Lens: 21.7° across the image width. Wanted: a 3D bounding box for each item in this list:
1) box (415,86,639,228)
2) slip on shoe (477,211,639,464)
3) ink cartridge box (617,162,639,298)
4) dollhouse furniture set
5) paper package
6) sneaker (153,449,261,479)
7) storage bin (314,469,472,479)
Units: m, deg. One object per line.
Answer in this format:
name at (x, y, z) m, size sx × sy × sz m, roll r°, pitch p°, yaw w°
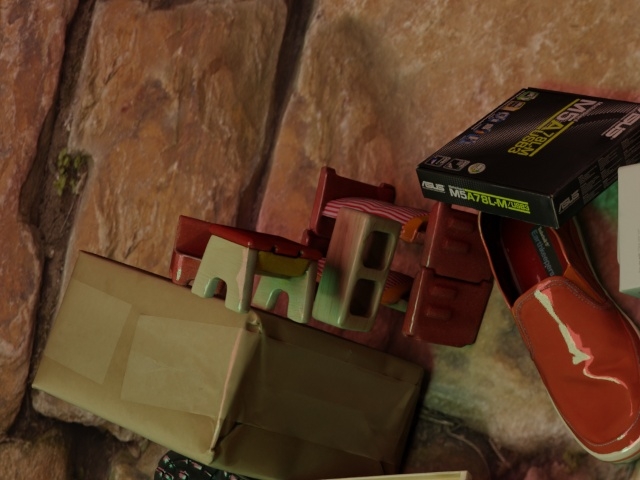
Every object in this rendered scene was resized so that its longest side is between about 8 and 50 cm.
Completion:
box at (0.226, -0.089, 1.712) m, size 0.184 × 0.190 × 0.045 m, roll 13°, pitch 131°, yaw 48°
slip on shoe at (0.243, 0.078, 1.688) m, size 0.123 × 0.101 × 0.331 m, roll -38°, pitch 55°, yaw 28°
ink cartridge box at (0.382, -0.011, 1.559) m, size 0.176 × 0.128 × 0.127 m, roll -12°, pitch 70°, yaw 40°
dollhouse furniture set at (0.000, 0.000, 1.758) m, size 0.201 × 0.374 × 0.152 m, roll 18°, pitch 94°, yaw 44°
paper package at (-0.099, 0.152, 1.849) m, size 0.325 × 0.309 × 0.168 m, roll 15°, pitch 86°, yaw 44°
sneaker at (-0.044, 0.312, 1.902) m, size 0.283 × 0.124 × 0.107 m, roll 34°, pitch 107°, yaw 19°
storage bin at (0.032, 0.372, 1.618) m, size 0.260 × 0.123 × 0.262 m, roll -9°, pitch 49°, yaw 36°
